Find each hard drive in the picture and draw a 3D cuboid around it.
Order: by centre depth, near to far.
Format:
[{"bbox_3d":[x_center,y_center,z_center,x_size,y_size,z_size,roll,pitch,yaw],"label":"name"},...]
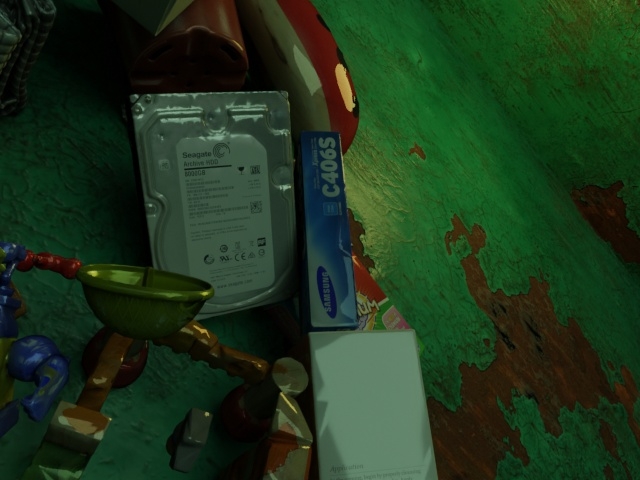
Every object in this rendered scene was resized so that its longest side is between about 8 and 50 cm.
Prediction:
[{"bbox_3d":[-0.153,-0.053,0.756,0.236,0.064,0.339,-9,105,-27],"label":"hard drive"}]

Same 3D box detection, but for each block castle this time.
[{"bbox_3d":[-0.201,0.315,0.559,0.303,0.213,0.453,27,42,-14],"label":"block castle"}]

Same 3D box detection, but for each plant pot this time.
[{"bbox_3d":[-0.257,-0.391,0.873,0.272,0.272,0.265,-1,64,-44],"label":"plant pot"}]

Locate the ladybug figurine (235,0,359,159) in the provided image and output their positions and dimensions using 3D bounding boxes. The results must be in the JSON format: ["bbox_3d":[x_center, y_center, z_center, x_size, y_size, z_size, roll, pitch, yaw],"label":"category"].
[{"bbox_3d":[-0.047,-0.351,1.037,0.161,0.305,0.450,-25,87,-10],"label":"ladybug figurine"}]

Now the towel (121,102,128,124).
[{"bbox_3d":[-0.188,-0.135,0.970,0.312,0.056,0.324,-23,80,-51],"label":"towel"}]

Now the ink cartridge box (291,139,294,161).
[{"bbox_3d":[-0.132,-0.118,0.902,0.153,0.087,0.209,25,49,-32],"label":"ink cartridge box"}]

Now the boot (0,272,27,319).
[{"bbox_3d":[-0.436,0.129,0.538,0.283,0.109,0.220,54,37,7],"label":"boot"}]

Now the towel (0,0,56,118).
[{"bbox_3d":[-0.487,-0.325,0.656,0.284,0.235,0.121,56,36,-2],"label":"towel"}]

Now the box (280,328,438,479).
[{"bbox_3d":[0.048,0.324,0.724,0.168,0.215,0.346,2,67,-16],"label":"box"}]

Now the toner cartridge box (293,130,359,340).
[{"bbox_3d":[0.000,0.000,0.853,0.075,0.165,0.348,-1,65,-8],"label":"toner cartridge box"}]

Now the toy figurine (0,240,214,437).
[{"bbox_3d":[-0.304,0.112,0.475,0.362,0.191,0.217,12,81,-12],"label":"toy figurine"}]

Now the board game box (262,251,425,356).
[{"bbox_3d":[0.057,0.175,0.990,0.317,0.064,0.242,52,42,-5],"label":"board game box"}]

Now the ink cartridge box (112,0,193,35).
[{"bbox_3d":[-0.271,-0.456,0.659,0.289,0.121,0.211,38,53,-17],"label":"ink cartridge box"}]
